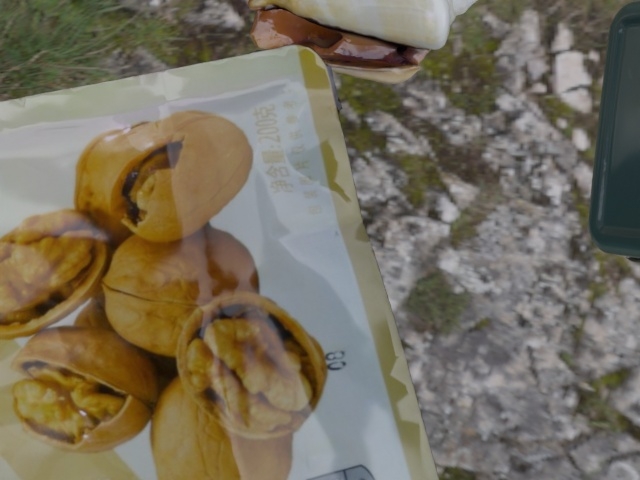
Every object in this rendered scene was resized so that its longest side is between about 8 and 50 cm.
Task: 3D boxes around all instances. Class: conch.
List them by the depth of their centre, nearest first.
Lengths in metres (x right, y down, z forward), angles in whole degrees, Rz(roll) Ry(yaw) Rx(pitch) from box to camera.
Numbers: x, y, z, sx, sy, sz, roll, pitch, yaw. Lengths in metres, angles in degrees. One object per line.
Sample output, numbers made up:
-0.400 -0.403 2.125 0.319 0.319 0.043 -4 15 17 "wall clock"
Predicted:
0.053 -0.270 1.465 0.255 0.127 0.158 9 123 18 "conch"

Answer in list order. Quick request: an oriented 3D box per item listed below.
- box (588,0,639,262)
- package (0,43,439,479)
0.163 -0.050 0.587 0.031 0.091 0.126 6 92 -29 "box"
-0.068 0.094 0.606 0.221 0.165 0.311 -13 65 -5 "package"
